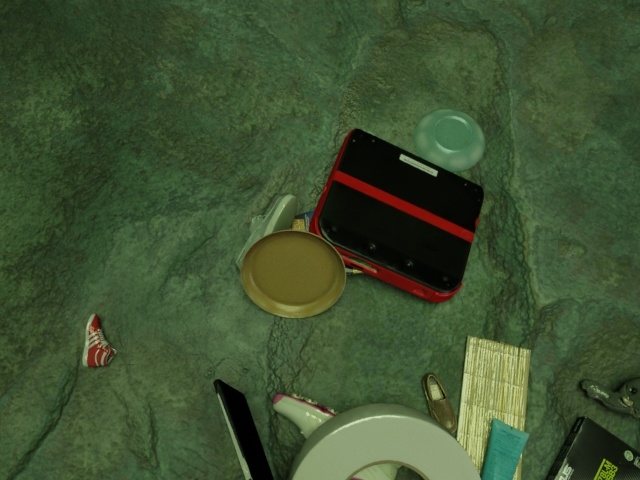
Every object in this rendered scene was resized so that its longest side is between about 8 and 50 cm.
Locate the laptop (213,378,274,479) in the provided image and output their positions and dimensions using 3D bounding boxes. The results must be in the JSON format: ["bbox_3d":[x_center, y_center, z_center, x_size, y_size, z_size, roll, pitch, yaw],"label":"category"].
[{"bbox_3d":[-0.194,0.493,0.948,0.237,0.382,0.407,-20,73,-10],"label":"laptop"}]

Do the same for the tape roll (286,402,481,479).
[{"bbox_3d":[0.124,0.514,1.049,0.393,0.072,0.391,0,92,-5],"label":"tape roll"}]

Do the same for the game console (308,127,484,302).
[{"bbox_3d":[0.191,-0.062,1.297,0.387,0.060,0.341,24,63,-6],"label":"game console"}]

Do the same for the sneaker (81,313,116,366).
[{"bbox_3d":[-0.492,0.224,1.210,0.067,0.042,0.118,1,78,2],"label":"sneaker"}]

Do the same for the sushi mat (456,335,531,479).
[{"bbox_3d":[0.386,0.379,1.206,0.152,0.019,0.316,11,71,2],"label":"sushi mat"}]

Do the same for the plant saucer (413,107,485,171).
[{"bbox_3d":[0.345,-0.275,1.423,0.195,0.037,0.194,1,71,-2],"label":"plant saucer"}]

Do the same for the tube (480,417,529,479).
[{"bbox_3d":[0.374,0.487,1.134,0.080,0.052,0.207,25,67,4],"label":"tube"}]

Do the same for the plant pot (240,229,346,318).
[{"bbox_3d":[-0.061,0.073,1.214,0.237,0.236,0.032,4,30,-1],"label":"plant pot"}]

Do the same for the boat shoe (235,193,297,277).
[{"bbox_3d":[-0.134,-0.017,1.253,0.081,0.079,0.227,34,105,21],"label":"boat shoe"}]

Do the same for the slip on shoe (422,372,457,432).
[{"bbox_3d":[0.265,0.359,1.193,0.052,0.041,0.135,-15,72,-5],"label":"slip on shoe"}]

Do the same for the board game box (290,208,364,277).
[{"bbox_3d":[0.000,0.000,1.300,0.194,0.060,0.194,-5,71,-3],"label":"board game box"}]

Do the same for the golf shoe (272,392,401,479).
[{"bbox_3d":[0.022,0.428,1.126,0.307,0.115,0.140,26,75,8],"label":"golf shoe"}]

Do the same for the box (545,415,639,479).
[{"bbox_3d":[0.600,0.511,1.154,0.184,0.045,0.190,36,73,7],"label":"box"}]

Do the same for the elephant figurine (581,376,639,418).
[{"bbox_3d":[0.738,0.356,1.167,0.186,0.169,0.239,-5,51,-34],"label":"elephant figurine"}]
